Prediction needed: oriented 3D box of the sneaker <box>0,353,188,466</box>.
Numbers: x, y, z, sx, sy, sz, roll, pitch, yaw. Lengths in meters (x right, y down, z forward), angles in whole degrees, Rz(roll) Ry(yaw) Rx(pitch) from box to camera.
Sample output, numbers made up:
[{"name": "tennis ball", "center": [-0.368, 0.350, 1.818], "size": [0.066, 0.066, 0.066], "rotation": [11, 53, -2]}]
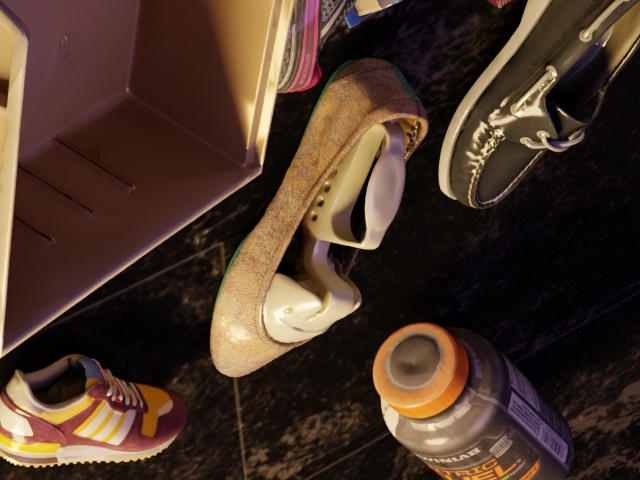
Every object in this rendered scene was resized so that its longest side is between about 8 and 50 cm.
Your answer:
[{"name": "sneaker", "center": [-0.180, 0.134, 1.616], "size": [0.185, 0.069, 0.084], "rotation": [-7, 129, -41]}]

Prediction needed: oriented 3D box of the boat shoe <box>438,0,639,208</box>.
[{"name": "boat shoe", "center": [0.202, -0.132, 1.714], "size": [0.114, 0.091, 0.302], "rotation": [-15, 142, -42]}]

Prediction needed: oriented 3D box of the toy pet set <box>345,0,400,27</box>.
[{"name": "toy pet set", "center": [0.031, -0.236, 1.552], "size": [0.122, 0.065, 0.114], "rotation": [-30, 102, -26]}]

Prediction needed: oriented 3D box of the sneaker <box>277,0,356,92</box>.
[{"name": "sneaker", "center": [0.000, -0.250, 1.440], "size": [0.112, 0.121, 0.299], "rotation": [19, 109, -37]}]

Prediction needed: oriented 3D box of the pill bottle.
[{"name": "pill bottle", "center": [0.142, 0.166, 1.890], "size": [0.130, 0.130, 0.246], "rotation": [-49, 140, -2]}]

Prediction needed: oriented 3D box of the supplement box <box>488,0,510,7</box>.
[{"name": "supplement box", "center": [0.167, -0.246, 1.663], "size": [0.083, 0.043, 0.055], "rotation": [-34, 139, -19]}]

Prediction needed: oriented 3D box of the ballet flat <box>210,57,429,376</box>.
[{"name": "ballet flat", "center": [0.000, 0.000, 1.650], "size": [0.107, 0.106, 0.316], "rotation": [3, 118, -44]}]

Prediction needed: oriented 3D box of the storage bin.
[{"name": "storage bin", "center": [-0.141, -0.113, 1.206], "size": [0.262, 0.123, 0.260], "rotation": [-37, 151, -42]}]
